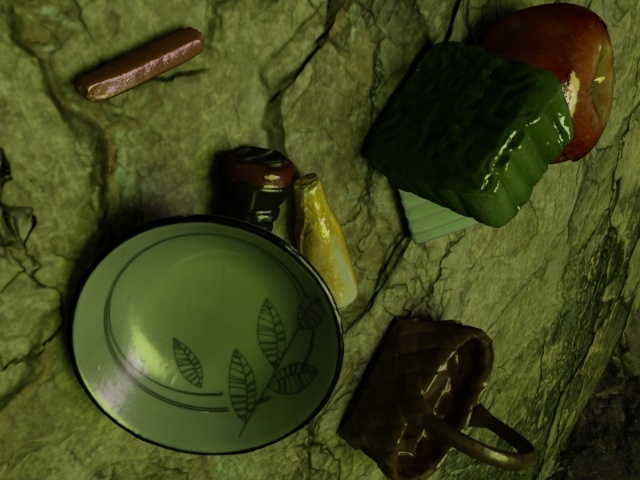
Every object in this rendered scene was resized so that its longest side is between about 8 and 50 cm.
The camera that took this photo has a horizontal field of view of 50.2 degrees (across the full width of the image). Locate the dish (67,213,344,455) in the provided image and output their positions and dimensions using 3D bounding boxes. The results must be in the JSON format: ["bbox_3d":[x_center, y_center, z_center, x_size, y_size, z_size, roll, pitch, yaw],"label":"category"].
[{"bbox_3d":[-0.127,0.099,0.803,0.316,0.106,0.317,-1,115,-2],"label":"dish"}]

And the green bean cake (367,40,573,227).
[{"bbox_3d":[0.211,-0.153,0.972,0.222,0.248,0.125,-56,141,-4],"label":"green bean cake"}]

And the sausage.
[{"bbox_3d":[-0.177,-0.178,0.688,0.147,0.030,0.035,-35,139,-30],"label":"sausage"}]

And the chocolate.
[{"bbox_3d":[0.000,0.000,0.978,0.085,0.085,0.219,-37,133,-28],"label":"chocolate"}]

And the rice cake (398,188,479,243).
[{"bbox_3d":[0.230,-0.080,1.127,0.198,0.037,0.189,-17,138,4],"label":"rice cake"}]

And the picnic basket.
[{"bbox_3d":[0.255,0.334,1.284,0.293,0.337,0.337,20,98,-52],"label":"picnic basket"}]

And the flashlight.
[{"bbox_3d":[-0.094,0.001,0.861,0.093,0.093,0.232,-15,127,-44],"label":"flashlight"}]

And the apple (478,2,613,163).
[{"bbox_3d":[0.364,-0.258,1.124,0.271,0.206,0.252,13,91,-54],"label":"apple"}]
